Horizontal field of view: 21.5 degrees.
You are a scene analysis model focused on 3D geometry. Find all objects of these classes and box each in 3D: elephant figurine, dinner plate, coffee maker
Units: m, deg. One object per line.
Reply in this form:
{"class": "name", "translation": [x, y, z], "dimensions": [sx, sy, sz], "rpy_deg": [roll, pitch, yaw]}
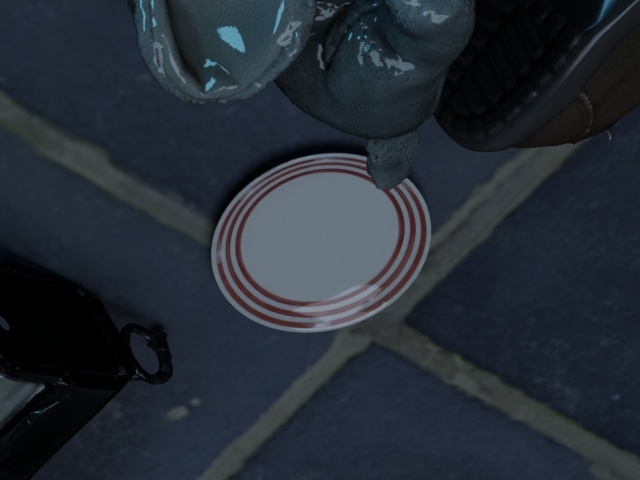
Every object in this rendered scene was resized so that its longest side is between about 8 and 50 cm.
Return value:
{"class": "elephant figurine", "translation": [-0.042, -0.152, 0.874], "dimensions": [0.240, 0.186, 0.169], "rpy_deg": [11, 168, -7]}
{"class": "dinner plate", "translation": [0.000, 0.000, 1.065], "dimensions": [0.141, 0.017, 0.141], "rpy_deg": [-6, 129, -8]}
{"class": "coffee maker", "translation": [-0.207, 0.114, 1.043], "dimensions": [0.171, 0.120, 0.178], "rpy_deg": [30, 116, -31]}

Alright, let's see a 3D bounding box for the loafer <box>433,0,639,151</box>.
{"class": "loafer", "translation": [0.208, -0.185, 0.916], "dimensions": [0.130, 0.133, 0.366], "rpy_deg": [8, 139, -47]}
